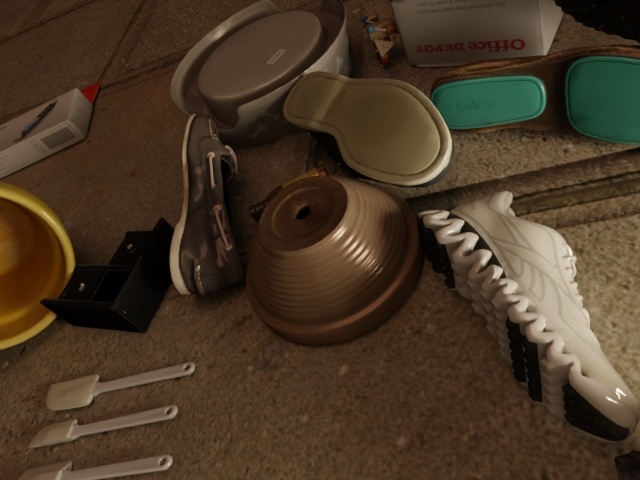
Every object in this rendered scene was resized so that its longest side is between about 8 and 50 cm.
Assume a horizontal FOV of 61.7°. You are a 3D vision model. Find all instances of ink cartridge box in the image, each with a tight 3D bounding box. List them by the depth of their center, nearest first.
[{"bbox_3d":[0.206,-0.416,0.758,0.223,0.307,0.129,10,57,35],"label":"ink cartridge box"},{"bbox_3d":[-0.698,-0.290,1.318,0.296,0.066,0.261,-21,47,11],"label":"ink cartridge box"}]

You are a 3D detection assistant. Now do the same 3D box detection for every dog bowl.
[{"bbox_3d":[-0.099,-0.315,0.985,0.349,0.102,0.348,-15,48,17],"label":"dog bowl"}]

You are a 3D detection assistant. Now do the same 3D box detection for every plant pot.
[{"bbox_3d":[0.000,0.000,0.658,0.237,0.109,0.237,-15,48,17],"label":"plant pot"},{"bbox_3d":[-0.541,0.018,0.860,0.254,0.254,0.239,-45,30,-12],"label":"plant pot"}]

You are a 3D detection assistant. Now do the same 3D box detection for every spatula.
[{"bbox_3d":[-0.272,0.238,0.672,0.242,0.019,0.168,-14,42,17],"label":"spatula"}]

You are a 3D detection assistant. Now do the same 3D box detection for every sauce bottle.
[{"bbox_3d":[-0.044,-0.067,0.785,0.128,0.042,0.042,-24,45,6],"label":"sauce bottle"}]

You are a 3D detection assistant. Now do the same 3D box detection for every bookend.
[{"bbox_3d":[-0.306,0.050,0.808,0.156,0.072,0.157,0,53,29],"label":"bookend"}]

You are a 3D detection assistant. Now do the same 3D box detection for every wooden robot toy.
[{"bbox_3d":[0.121,-0.356,0.914,0.079,0.076,0.173,-23,31,12],"label":"wooden robot toy"}]

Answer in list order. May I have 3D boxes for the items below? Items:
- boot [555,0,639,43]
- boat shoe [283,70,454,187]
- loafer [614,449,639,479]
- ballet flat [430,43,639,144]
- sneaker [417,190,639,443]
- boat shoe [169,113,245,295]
[{"bbox_3d":[0.438,-0.296,0.585,0.260,0.131,0.348,-20,53,-21],"label":"boot"},{"bbox_3d":[0.073,-0.142,0.738,0.340,0.113,0.127,32,90,49],"label":"boat shoe"},{"bbox_3d":[0.240,0.231,0.373,0.061,0.062,0.170,-18,38,45],"label":"loafer"},{"bbox_3d":[0.308,-0.189,0.667,0.342,0.116,0.124,8,38,38],"label":"ballet flat"},{"bbox_3d":[0.204,0.048,0.514,0.118,0.110,0.292,-24,45,-4],"label":"sneaker"},{"bbox_3d":[-0.156,-0.065,0.811,0.096,0.112,0.335,-6,54,2],"label":"boat shoe"}]
